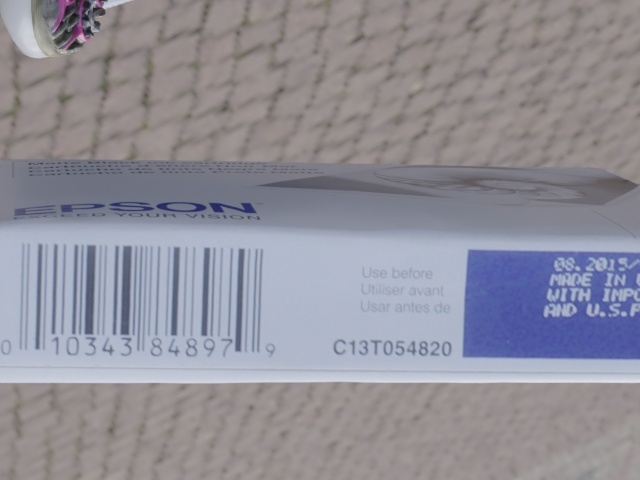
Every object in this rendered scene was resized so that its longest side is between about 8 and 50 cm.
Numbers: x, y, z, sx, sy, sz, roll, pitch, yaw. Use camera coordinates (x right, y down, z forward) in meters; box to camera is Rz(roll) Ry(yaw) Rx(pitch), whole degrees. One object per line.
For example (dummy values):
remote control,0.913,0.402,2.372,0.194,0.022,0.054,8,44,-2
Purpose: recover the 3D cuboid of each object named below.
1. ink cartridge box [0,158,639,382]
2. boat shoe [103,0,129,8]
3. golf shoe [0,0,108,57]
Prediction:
ink cartridge box,0.000,0.000,0.563,0.223,0.045,0.224,1,-172,-11
boat shoe,-0.027,-0.232,1.035,0.335,0.119,0.121,-17,-161,14
golf shoe,-0.145,-0.155,0.822,0.086,0.186,0.067,-14,145,6
